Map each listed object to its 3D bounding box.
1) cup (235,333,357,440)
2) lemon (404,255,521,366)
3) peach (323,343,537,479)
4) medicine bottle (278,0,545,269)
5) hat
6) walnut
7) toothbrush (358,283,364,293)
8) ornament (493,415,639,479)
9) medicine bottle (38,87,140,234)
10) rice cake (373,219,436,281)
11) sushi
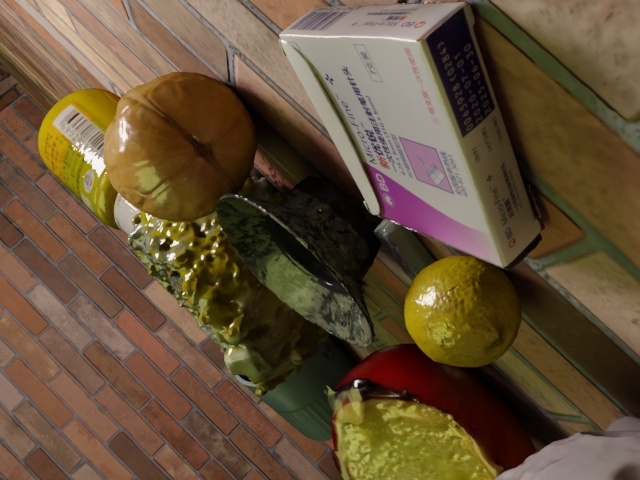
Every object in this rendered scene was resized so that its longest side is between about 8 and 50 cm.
[{"bbox_3d":[-0.062,0.351,1.612,0.331,0.257,0.311,21,154,54],"label":"cup"},{"bbox_3d":[0.136,0.069,0.575,0.109,0.109,0.133,48,171,-12],"label":"lemon"},{"bbox_3d":[0.190,0.291,0.886,0.361,0.201,0.258,25,124,17],"label":"peach"},{"bbox_3d":[0.070,-0.082,0.455,0.171,0.052,0.201,28,156,50],"label":"medicine bottle"},{"bbox_3d":[0.000,0.000,0.713,0.265,0.128,0.266,36,163,13],"label":"hat"},{"bbox_3d":[-0.181,-0.118,0.757,0.193,0.193,0.225,51,157,-23],"label":"walnut"},{"bbox_3d":[0.013,0.076,1.096,0.028,0.026,0.294,56,164,-11],"label":"toothbrush"},{"bbox_3d":[0.272,0.324,0.457,0.337,0.337,0.337,41,165,13],"label":"ornament"},{"bbox_3d":[-0.387,-0.135,1.223,0.384,0.224,0.224,37,164,25],"label":"medicine bottle"},{"bbox_3d":[0.123,0.047,0.680,0.180,0.042,0.030,50,167,-18],"label":"rice cake"},{"bbox_3d":[-0.135,0.057,1.005,0.351,0.240,0.397,38,160,38],"label":"sushi"}]
